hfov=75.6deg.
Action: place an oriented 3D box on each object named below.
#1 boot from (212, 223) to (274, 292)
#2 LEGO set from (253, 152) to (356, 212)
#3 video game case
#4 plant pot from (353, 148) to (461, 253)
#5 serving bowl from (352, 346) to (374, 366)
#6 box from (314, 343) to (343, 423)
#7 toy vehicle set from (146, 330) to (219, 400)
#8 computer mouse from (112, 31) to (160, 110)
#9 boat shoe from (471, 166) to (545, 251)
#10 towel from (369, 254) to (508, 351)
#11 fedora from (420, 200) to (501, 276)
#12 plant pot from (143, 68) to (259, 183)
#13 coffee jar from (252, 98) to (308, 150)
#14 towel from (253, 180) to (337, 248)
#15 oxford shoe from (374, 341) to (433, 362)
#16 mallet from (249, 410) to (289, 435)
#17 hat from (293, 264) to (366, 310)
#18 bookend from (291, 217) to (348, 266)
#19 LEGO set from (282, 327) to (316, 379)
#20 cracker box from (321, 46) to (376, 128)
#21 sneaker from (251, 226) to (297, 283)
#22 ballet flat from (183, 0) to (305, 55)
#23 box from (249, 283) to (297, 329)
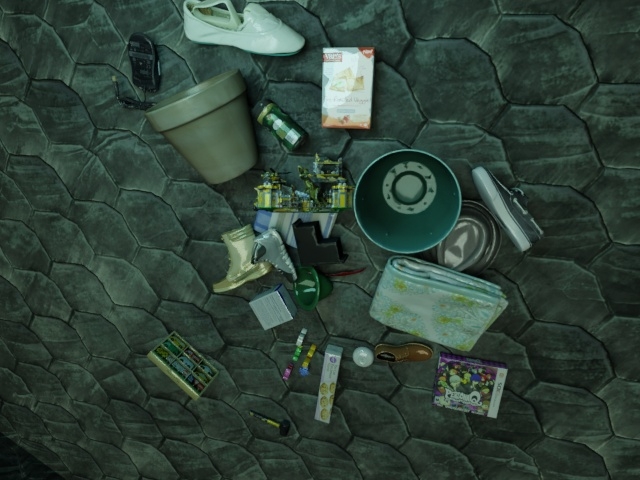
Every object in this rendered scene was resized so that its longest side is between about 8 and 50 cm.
[{"bbox_3d":[-0.324,0.068,1.534,0.261,0.095,0.204,-24,101,19],"label":"boot"},{"bbox_3d":[-0.047,-0.188,1.281,0.331,0.255,0.192,0,89,8],"label":"LEGO set"},{"bbox_3d":[0.532,0.522,1.490,0.231,0.042,0.211,8,108,12],"label":"video game case"},{"bbox_3d":[0.263,-0.137,1.241,0.292,0.235,0.293,5,109,14],"label":"plant pot"},{"bbox_3d":[0.161,0.448,1.570,0.083,0.027,0.084,5,110,13],"label":"serving bowl"},{"bbox_3d":[0.032,0.566,1.622,0.067,0.063,0.324,12,110,9],"label":"box"},{"bbox_3d":[-0.560,0.511,1.702,0.267,0.166,0.035,43,113,-3],"label":"toy vehicle set"},{"bbox_3d":[-0.634,-0.578,1.427,0.183,0.060,0.262,8,121,8],"label":"computer mouse"},{"bbox_3d":[0.570,-0.111,1.241,0.102,0.108,0.301,-36,97,10],"label":"boat shoe"},{"bbox_3d":[0.363,0.215,1.343,0.374,0.090,0.321,19,137,8],"label":"towel"},{"bbox_3d":[0.435,0.015,1.299,0.243,0.124,0.276,32,113,9],"label":"fedora"},{"bbox_3d":[-0.339,-0.346,1.314,0.323,0.323,0.281,-15,119,19],"label":"plant pot"},{"bbox_3d":[-0.132,-0.377,1.340,0.184,0.096,0.079,43,110,-1],"label":"coffee jar"},{"bbox_3d":[-0.090,-0.079,1.461,0.284,0.034,0.209,21,114,9],"label":"towel"},{"bbox_3d":[0.302,0.418,1.500,0.212,0.076,0.076,-4,105,14],"label":"oxford shoe"},{"bbox_3d":[-0.218,0.769,1.771,0.189,0.039,0.062,25,113,10],"label":"mallet"},{"bbox_3d":[0.026,0.164,1.513,0.208,0.183,0.173,14,103,56],"label":"hat"},{"bbox_3d":[0.000,0.000,1.402,0.156,0.072,0.157,-7,107,19],"label":"bookend"},{"bbox_3d":[-0.075,0.468,1.602,0.086,0.093,0.227,22,111,7],"label":"LEGO set"},{"bbox_3d":[0.086,-0.466,1.270,0.155,0.067,0.233,5,108,12],"label":"cracker box"},{"bbox_3d":[-0.177,0.073,1.466,0.132,0.086,0.229,-27,111,-14],"label":"sneaker"},{"bbox_3d":[-0.244,-0.653,1.246,0.399,0.139,0.139,14,111,13],"label":"ballet flat"},{"bbox_3d":[-0.177,0.252,1.569,0.137,0.072,0.126,-25,100,21],"label":"box"}]
